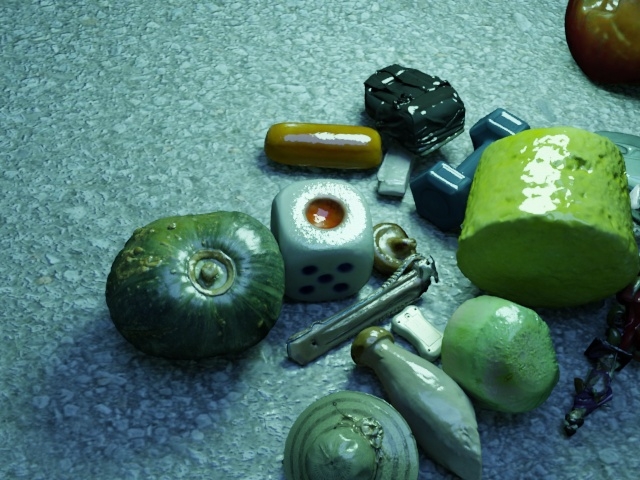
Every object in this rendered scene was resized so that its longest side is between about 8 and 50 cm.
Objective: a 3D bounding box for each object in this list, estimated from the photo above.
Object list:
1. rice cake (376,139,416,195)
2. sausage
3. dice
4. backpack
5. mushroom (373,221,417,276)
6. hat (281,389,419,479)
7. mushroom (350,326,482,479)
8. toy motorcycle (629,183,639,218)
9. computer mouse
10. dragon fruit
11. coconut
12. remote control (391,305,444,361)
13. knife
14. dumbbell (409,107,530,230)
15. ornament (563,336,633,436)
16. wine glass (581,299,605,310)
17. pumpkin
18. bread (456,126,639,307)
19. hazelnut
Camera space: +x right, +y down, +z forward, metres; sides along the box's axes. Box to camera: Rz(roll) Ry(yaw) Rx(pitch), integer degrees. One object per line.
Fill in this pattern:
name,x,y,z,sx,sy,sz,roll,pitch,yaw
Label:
rice cake,0.205,-0.238,2.043,0.073,0.056,0.364,10,52,14
sausage,0.008,-0.217,1.979,0.275,0.105,0.105,3,53,-5
dice,0.000,0.000,1.757,0.194,0.191,0.193,-6,55,-9
backpack,0.203,-0.321,2.004,0.206,0.133,0.258,-29,45,-19
mushroom,0.150,0.021,1.826,0.109,0.085,0.126,-21,72,4
hat,0.033,0.374,1.463,0.252,0.110,0.251,-5,74,17
mushroom,0.189,0.295,1.599,0.128,0.128,0.350,-31,60,-26
toy motorcycle,0.740,-0.041,1.887,0.102,0.150,0.221,-39,107,-58
computer mouse,0.746,-0.151,2.007,0.371,0.121,0.188,31,55,20
dragon fruit,0.694,0.122,1.743,0.218,0.198,0.272,33,57,8
coconut,0.336,0.218,1.628,0.236,0.236,0.204,26,79,13
remote control,0.202,0.187,1.738,0.074,0.032,0.122,-33,62,-27
knife,0.084,0.138,1.740,0.365,0.043,0.089,-30,95,-19
dumbbell,0.347,-0.164,1.952,0.144,0.156,0.316,14,45,45
ornament,0.527,0.288,1.668,0.088,0.081,0.203,29,56,15
wine glass,0.577,0.039,1.871,0.074,0.074,0.262,7,53,-1
pumpkin,-0.236,0.081,1.628,0.328,0.257,0.291,3,66,-11
bread,0.462,-0.048,1.729,0.348,0.348,0.307,14,64,4
hazelnut,0.838,-0.584,2.200,0.429,0.402,0.402,-26,60,-29
